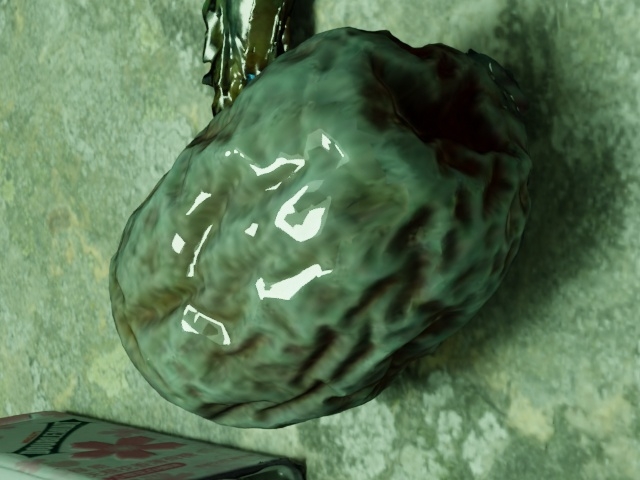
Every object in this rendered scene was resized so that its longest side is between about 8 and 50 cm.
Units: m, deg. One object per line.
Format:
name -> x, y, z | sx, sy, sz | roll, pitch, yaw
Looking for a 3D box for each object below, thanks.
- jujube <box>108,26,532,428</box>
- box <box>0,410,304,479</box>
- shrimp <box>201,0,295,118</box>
jujube -> 0.000, 0.000, 1.041 | 0.317, 0.226, 0.226 | -42, 64, 38
box -> -0.192, 0.223, 1.318 | 0.369, 0.190, 0.112 | 5, 100, 50
shrimp -> -0.088, -0.216, 1.227 | 0.222, 0.054, 0.290 | 8, 98, 47
